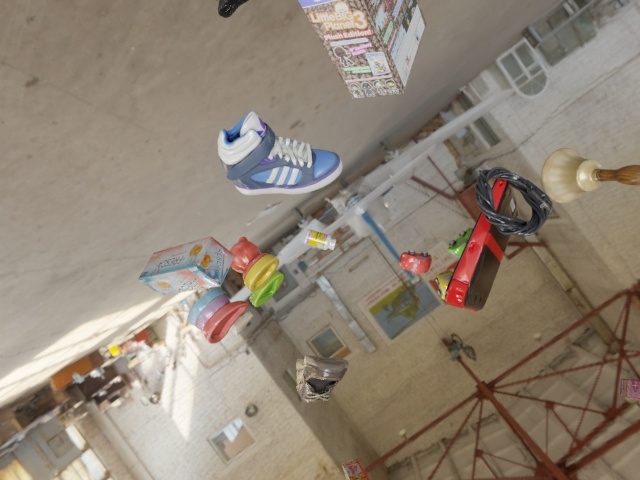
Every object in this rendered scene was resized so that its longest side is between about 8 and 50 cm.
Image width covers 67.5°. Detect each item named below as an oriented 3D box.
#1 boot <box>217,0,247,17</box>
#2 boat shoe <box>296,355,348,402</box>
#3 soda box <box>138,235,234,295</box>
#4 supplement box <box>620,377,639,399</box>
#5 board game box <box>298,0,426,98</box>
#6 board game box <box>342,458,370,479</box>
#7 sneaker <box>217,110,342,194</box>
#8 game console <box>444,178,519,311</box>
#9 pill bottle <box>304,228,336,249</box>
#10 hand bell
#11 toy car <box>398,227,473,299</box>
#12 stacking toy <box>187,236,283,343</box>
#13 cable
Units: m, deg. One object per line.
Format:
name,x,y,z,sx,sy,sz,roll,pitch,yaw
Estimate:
boot,-0.188,-0.550,1.025,0.045,0.099,0.121,7,158,-45
boat shoe,0.002,0.416,1.425,0.132,0.131,0.355,7,163,-7
soda box,-0.231,0.047,0.817,0.183,0.058,0.063,-13,-135,41
supplement box,0.715,0.332,1.056,0.083,0.054,0.043,120,-20,-76
board game box,0.106,-0.507,1.064,0.141,0.291,0.232,5,-118,33
board game box,0.107,0.616,1.105,0.045,0.147,0.193,-16,180,-10
sneaker,-0.111,-0.241,1.275,0.322,0.130,0.236,-8,144,5
game console,0.448,0.026,1.302,0.386,0.060,0.342,21,89,-63
pill bottle,0.000,0.000,1.323,0.043,0.083,0.044,17,90,-89
hand bell,0.586,-0.136,0.983,0.126,0.126,0.242,-37,-168,-6
toy car,0.383,0.058,1.419,0.225,0.239,0.053,-47,-157,15
stacking toy,-0.253,0.148,1.431,0.309,0.130,0.279,-49,166,-5
cable,0.418,-0.090,1.075,0.150,0.184,0.047,-40,165,-19
